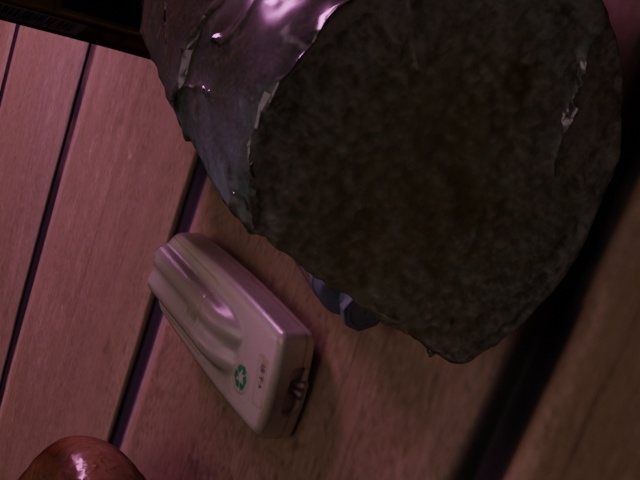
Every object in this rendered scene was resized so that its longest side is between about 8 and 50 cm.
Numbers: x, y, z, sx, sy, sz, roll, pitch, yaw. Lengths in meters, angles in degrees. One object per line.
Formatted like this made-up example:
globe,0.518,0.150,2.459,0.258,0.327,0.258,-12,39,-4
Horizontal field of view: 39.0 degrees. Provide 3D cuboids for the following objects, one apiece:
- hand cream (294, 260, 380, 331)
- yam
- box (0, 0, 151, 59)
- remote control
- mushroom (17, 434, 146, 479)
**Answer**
hand cream,0.000,0.000,0.631,0.065,0.043,0.170,-60,33,20
yam,0.020,-0.103,0.502,0.201,0.202,0.271,-51,37,5
box,-0.217,-0.269,0.845,0.071,0.240,0.159,-11,74,56
remote control,-0.080,0.065,0.729,0.230,0.049,0.090,36,115,53
mushroom,-0.197,0.303,0.765,0.278,0.146,0.278,5,96,53
